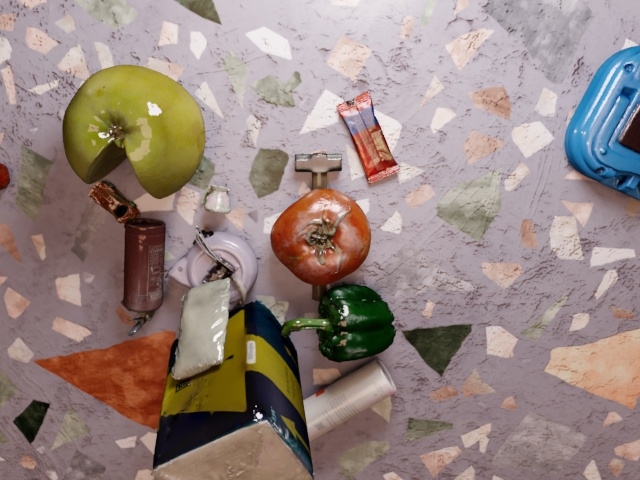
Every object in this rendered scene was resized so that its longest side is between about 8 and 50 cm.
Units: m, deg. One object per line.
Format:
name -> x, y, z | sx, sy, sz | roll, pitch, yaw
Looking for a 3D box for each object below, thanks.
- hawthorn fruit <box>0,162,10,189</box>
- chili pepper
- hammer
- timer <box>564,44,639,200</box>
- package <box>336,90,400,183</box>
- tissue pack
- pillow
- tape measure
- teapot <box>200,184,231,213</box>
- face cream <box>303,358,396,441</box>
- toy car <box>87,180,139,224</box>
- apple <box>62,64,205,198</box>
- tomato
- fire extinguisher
hawthorn fruit -> -0.763, -0.148, 1.268 | 0.077, 0.077, 0.077 | 0, 103, 0
chili pepper -> 0.043, 0.206, 1.293 | 0.261, 0.165, 0.174 | -4, 116, -23
hammer -> -0.005, -0.027, 1.314 | 0.111, 0.043, 0.365 | 0, 105, -1
timer -> 0.749, -0.251, 1.225 | 0.340, 0.115, 0.309 | 22, 105, -6
package -> 0.113, -0.238, 1.272 | 0.083, 0.022, 0.200 | -23, 101, 5
tissue pack -> -0.183, 0.364, 1.193 | 0.264, 0.416, 0.253 | -28, 118, 7
pillow -> -0.258, 0.186, 1.188 | 0.128, 0.229, 0.051 | -19, 136, 18
tape measure -> -0.245, 0.065, 1.302 | 0.196, 0.105, 0.178 | 31, 101, -6
teapot -> -0.247, -0.099, 1.291 | 0.083, 0.064, 0.064 | 13, 97, 29
face cream -> 0.022, 0.426, 1.390 | 0.345, 0.102, 0.102 | -30, 101, 7
toy car -> -0.490, -0.087, 1.301 | 0.122, 0.035, 0.059 | 43, 96, -7
apple -> -0.393, -0.223, 1.159 | 0.292, 0.254, 0.292 | 0, 99, -2
tomato -> 0.000, 0.000, 1.257 | 0.236, 0.095, 0.237 | 0, 106, 0
fire extinguisher -> -0.427, 0.087, 1.307 | 0.104, 0.105, 0.269 | 7, 104, -2
